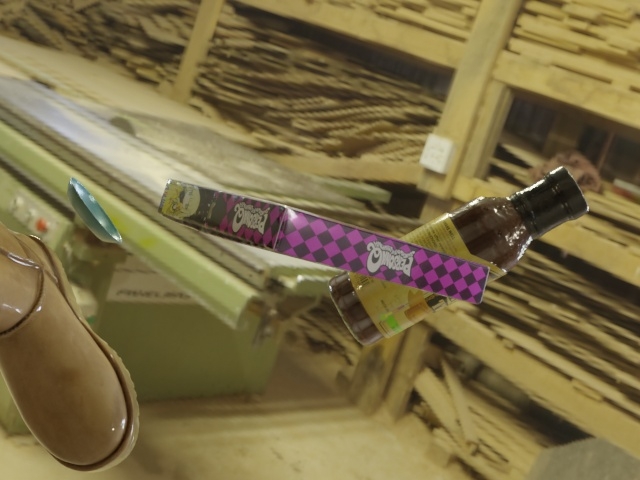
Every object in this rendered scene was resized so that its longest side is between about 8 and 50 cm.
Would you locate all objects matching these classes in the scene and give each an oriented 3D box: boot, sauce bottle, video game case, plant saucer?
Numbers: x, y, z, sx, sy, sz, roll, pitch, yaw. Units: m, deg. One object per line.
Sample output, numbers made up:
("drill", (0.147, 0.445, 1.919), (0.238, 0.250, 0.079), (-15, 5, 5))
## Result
("boot", (-0.249, 0.050, 0.625), (0.236, 0.089, 0.269), (53, -3, 21))
("sauce bottle", (0.179, 0.016, 1.147), (0.111, 0.344, 0.111), (57, 10, -16))
("video game case", (0.000, 0.000, 0.800), (0.232, 0.042, 0.210), (16, 0, -35))
("plant saucer", (-0.336, -0.039, 1.290), (0.119, 0.021, 0.119), (54, -2, 3))
